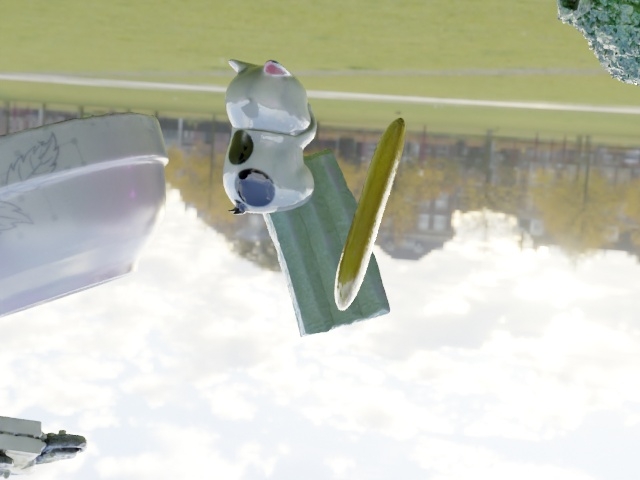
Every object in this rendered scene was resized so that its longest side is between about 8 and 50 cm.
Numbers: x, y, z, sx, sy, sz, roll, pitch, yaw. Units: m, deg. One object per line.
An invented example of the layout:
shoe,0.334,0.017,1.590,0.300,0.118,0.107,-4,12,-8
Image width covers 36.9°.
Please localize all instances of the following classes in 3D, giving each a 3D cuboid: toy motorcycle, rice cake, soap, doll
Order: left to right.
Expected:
toy motorcycle,-0.403,0.249,1.159,0.151,0.074,0.229,-22,154,33
doll,-0.062,-0.121,1.136,0.110,0.180,0.107,13,-167,42
rice cake,0.000,0.000,1.201,0.127,0.237,0.043,-16,162,-16
soap,0.021,-0.012,0.416,0.012,0.089,0.034,17,166,1

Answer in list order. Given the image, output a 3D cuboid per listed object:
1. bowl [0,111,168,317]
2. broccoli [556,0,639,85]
bowl,-0.274,-0.012,0.930,0.287,0.143,0.287,-19,-179,0
broccoli,0.331,-0.248,0.803,0.270,0.270,0.270,2,156,-16
